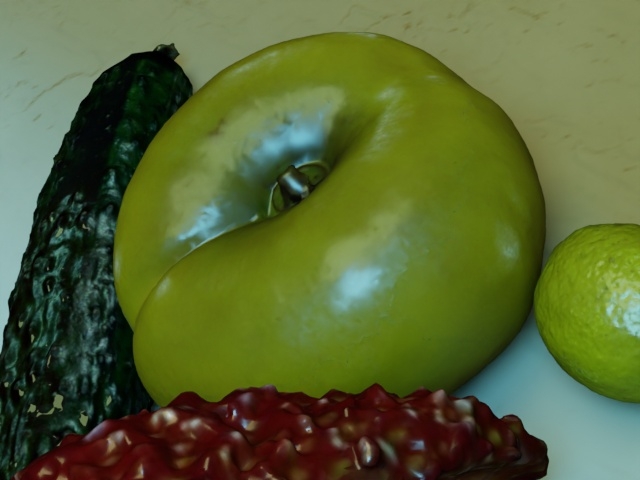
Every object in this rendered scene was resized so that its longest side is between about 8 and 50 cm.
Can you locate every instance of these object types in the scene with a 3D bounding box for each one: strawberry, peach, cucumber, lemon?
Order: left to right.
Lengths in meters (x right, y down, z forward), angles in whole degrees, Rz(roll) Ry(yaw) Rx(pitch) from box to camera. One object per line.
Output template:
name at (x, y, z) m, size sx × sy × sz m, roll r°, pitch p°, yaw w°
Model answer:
cucumber at (-0.095, 0.012, 0.776) m, size 0.067 × 0.067 × 0.294 m, roll -14°, pitch 46°, yaw 22°
strawberry at (-0.038, 0.099, 0.596) m, size 0.208 × 0.167 × 0.087 m, roll -16°, pitch 61°, yaw -38°
peach at (0.000, 0.000, 0.696) m, size 0.179 × 0.103 × 0.179 m, roll -19°, pitch 46°, yaw 21°
lemon at (0.109, 0.026, 0.632) m, size 0.062 × 0.062 × 0.083 m, roll -47°, pitch 47°, yaw -13°
